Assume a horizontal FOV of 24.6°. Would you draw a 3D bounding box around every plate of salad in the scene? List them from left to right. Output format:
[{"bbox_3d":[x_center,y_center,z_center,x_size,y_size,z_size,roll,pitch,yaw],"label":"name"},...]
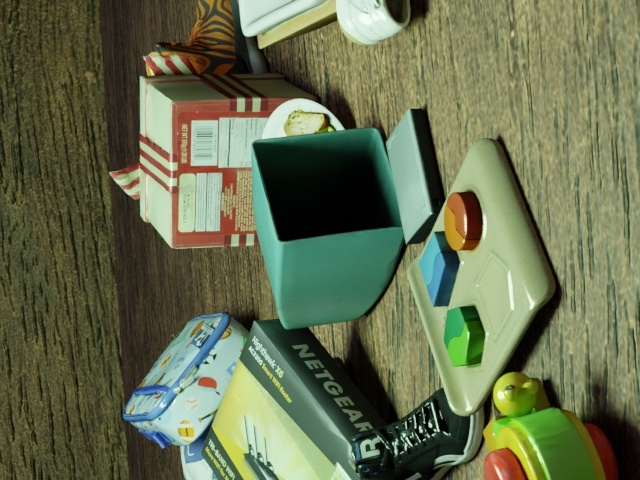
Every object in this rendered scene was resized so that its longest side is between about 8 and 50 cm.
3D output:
[{"bbox_3d":[-0.023,-0.093,2.012,0.199,0.048,0.200,18,116,42],"label":"plate of salad"}]

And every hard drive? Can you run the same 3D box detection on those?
[{"bbox_3d":[0.111,-0.075,1.732,0.094,0.022,0.135,123,140,-63],"label":"hard drive"}]

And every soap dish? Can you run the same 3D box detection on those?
[{"bbox_3d":[-0.013,-0.382,1.883,0.291,0.118,0.229,173,93,-68],"label":"soap dish"}]

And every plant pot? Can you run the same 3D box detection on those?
[{"bbox_3d":[0.000,0.000,1.883,0.234,0.165,0.166,99,160,-52],"label":"plant pot"}]

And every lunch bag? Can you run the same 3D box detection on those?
[{"bbox_3d":[-0.226,0.243,2.511,0.243,0.115,0.303,-52,10,-17],"label":"lunch bag"}]

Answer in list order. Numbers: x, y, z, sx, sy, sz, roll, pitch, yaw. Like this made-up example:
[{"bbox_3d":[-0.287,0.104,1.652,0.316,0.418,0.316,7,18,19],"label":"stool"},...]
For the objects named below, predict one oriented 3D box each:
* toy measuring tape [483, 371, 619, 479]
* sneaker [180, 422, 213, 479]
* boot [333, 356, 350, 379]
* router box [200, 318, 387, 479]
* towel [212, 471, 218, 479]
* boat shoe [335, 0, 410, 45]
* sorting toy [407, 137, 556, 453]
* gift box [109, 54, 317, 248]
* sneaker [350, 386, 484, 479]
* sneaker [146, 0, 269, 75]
[{"bbox_3d":[0.227,0.264,1.297,0.121,0.121,0.330,120,135,-60],"label":"toy measuring tape"},{"bbox_3d":[-0.125,0.426,2.442,0.182,0.127,0.316,116,139,-51],"label":"sneaker"},{"bbox_3d":[-0.010,0.273,2.040,0.082,0.106,0.219,-155,62,-70],"label":"boot"},{"bbox_3d":[-0.021,0.289,1.915,0.309,0.081,0.243,49,128,39],"label":"router box"},{"bbox_3d":[-0.067,0.433,1.991,0.243,0.040,0.336,45,-174,-10],"label":"towel"},{"bbox_3d":[0.069,-0.372,1.715,0.096,0.098,0.277,-7,90,53],"label":"boat shoe"},{"bbox_3d":[0.167,0.078,1.516,0.229,0.041,0.307,116,147,-47],"label":"sorting toy"},{"bbox_3d":[-0.163,-0.136,2.196,0.258,0.276,0.255,-139,54,-68],"label":"gift box"},{"bbox_3d":[0.100,0.228,1.660,0.217,0.121,0.079,114,147,-56],"label":"sneaker"},{"bbox_3d":[-0.205,-0.320,2.427,0.321,0.180,0.125,-115,28,-50],"label":"sneaker"}]
